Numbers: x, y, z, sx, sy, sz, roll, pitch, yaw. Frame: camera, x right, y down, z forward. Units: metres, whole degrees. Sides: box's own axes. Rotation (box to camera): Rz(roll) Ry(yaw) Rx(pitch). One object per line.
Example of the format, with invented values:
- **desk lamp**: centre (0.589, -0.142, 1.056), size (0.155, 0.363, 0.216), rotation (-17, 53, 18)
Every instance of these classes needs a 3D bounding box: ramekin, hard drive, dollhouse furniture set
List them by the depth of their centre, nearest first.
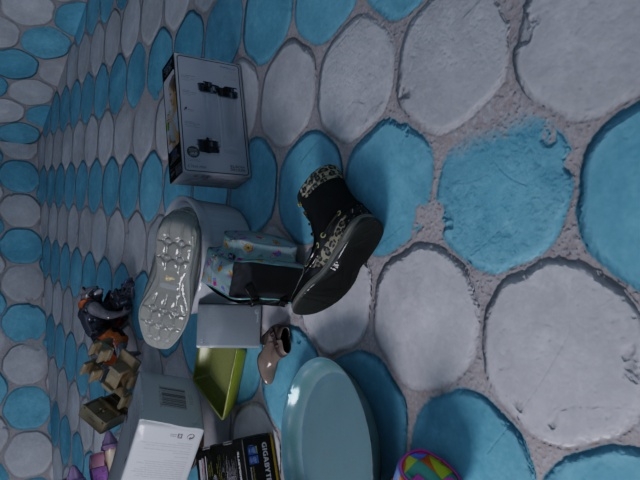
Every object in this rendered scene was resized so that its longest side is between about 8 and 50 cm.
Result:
- **hard drive**: centre (-0.196, 0.183, 1.290), size (0.022, 0.135, 0.094), rotation (-179, 91, -80)
- **ramekin**: centre (-0.270, 0.039, 1.400), size (0.277, 0.135, 0.277), rotation (-7, 82, 55)
- **dollhouse furniture set**: centre (-0.605, 0.441, 1.833), size (0.212, 0.161, 0.242), rotation (33, 106, 17)

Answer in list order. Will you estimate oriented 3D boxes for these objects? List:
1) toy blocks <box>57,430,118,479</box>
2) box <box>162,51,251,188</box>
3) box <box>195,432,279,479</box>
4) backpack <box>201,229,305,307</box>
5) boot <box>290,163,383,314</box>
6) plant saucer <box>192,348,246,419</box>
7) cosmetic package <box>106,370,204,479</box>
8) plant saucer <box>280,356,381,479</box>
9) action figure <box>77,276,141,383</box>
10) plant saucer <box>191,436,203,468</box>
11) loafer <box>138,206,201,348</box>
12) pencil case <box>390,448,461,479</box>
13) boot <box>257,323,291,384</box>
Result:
- **toy blocks**: centre (-0.613, 0.680, 1.722), size (0.309, 0.289, 0.259), rotation (-32, 68, 52)
- **box**: centre (-0.263, -0.273, 1.385), size (0.087, 0.169, 0.289), rotation (-25, 69, 55)
- **box**: centre (-0.168, 0.588, 1.271), size (0.257, 0.079, 0.321), rotation (-36, 60, 51)
- **backpack**: centre (-0.141, 0.053, 1.186), size (0.188, 0.166, 0.144), rotation (2, 89, 52)
- **boot**: centre (0.002, 0.000, 1.059), size (0.236, 0.085, 0.178), rotation (-55, 44, 29)
- **plant saucer**: centre (-0.232, 0.289, 1.407), size (0.188, 0.045, 0.188), rotation (31, 112, 52)
- **cosmetic package**: centre (-0.414, 0.541, 1.454), size (0.384, 0.156, 0.217), rotation (-69, 22, 13)
- **plant saucer**: centre (0.017, 0.358, 1.022), size (0.318, 0.044, 0.317), rotation (-18, 69, 61)
- **action figure**: centre (-0.714, 0.273, 1.994), size (0.330, 0.179, 0.341), rotation (56, 136, 27)
- **plant saucer**: centre (-0.344, 0.513, 1.568), size (0.168, 0.029, 0.168), rotation (-4, 85, 56)
- **loafer**: centre (-0.304, 0.082, 1.254), size (0.111, 0.112, 0.319), rotation (-78, 6, -66)
- **pencil case**: centre (0.117, 0.413, 0.854), size (0.104, 0.105, 0.236), rotation (43, 122, 47)
- **boot**: centre (-0.090, 0.229, 1.212), size (0.087, 0.042, 0.118), rotation (-22, 70, 50)
